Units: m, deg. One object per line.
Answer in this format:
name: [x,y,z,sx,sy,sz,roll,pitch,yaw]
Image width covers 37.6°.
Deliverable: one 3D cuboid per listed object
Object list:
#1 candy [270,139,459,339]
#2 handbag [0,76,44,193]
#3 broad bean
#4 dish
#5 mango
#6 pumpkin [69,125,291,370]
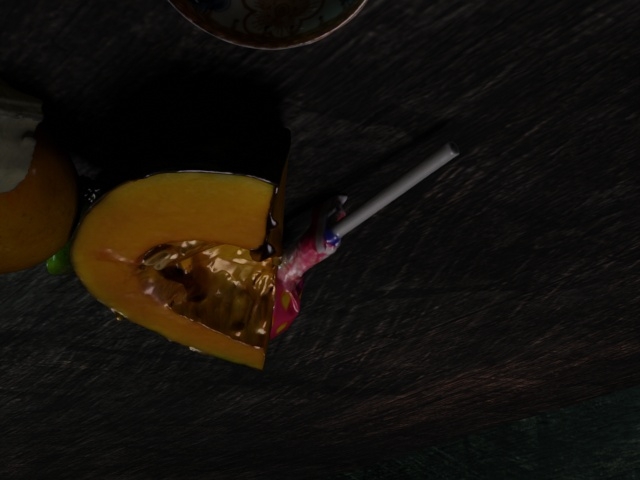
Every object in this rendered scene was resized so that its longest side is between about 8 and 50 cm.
candy: [0.000,0.000,0.949,0.124,0.124,0.365,11,145,-41]
handbag: [-0.317,-0.087,0.490,0.315,0.109,0.253,10,179,42]
broad bean: [-0.217,-0.017,0.883,0.061,0.046,0.195,-1,157,-24]
dish: [-0.024,-0.183,0.509,0.141,0.078,0.141,6,122,10]
mango: [-0.261,-0.033,0.732,0.151,0.121,0.221,-6,166,0]
pumpkin: [-0.115,-0.014,0.817,0.169,0.148,0.312,6,143,-1]
